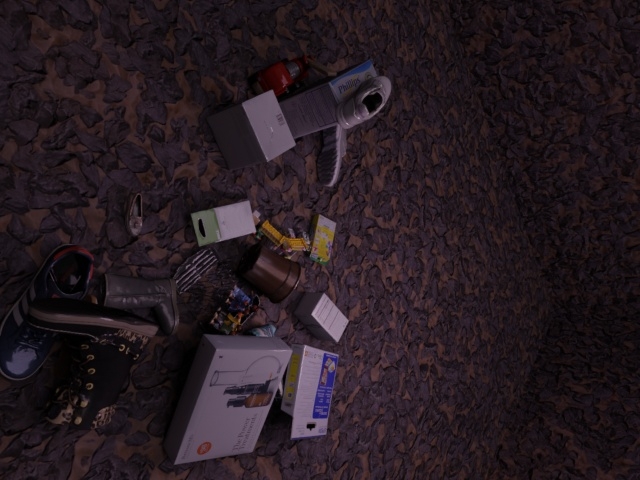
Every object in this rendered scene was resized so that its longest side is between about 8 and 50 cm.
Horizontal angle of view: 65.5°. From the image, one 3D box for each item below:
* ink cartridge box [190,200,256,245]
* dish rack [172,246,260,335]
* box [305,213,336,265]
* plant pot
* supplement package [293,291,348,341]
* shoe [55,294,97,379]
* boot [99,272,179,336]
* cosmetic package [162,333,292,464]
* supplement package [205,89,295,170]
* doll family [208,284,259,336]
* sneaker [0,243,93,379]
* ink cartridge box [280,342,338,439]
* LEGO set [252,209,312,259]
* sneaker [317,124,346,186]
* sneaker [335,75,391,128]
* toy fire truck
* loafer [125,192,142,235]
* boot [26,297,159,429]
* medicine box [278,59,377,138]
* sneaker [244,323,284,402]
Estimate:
[{"bbox_3d":[-0.321,-0.056,1.610,0.209,0.062,0.109,-17,99,-35],"label":"ink cartridge box"},{"bbox_3d":[-0.335,0.164,1.580,0.208,0.074,0.272,-47,118,-37],"label":"dish rack"},{"bbox_3d":[0.000,0.000,1.946,0.105,0.043,0.179,26,67,-41],"label":"box"},{"bbox_3d":[-0.180,0.103,1.688,0.165,0.166,0.167,37,62,-27],"label":"plant pot"},{"bbox_3d":[0.003,0.289,1.882,0.179,0.105,0.105,50,55,-29],"label":"supplement package"},{"bbox_3d":[-0.625,0.249,1.297,0.058,0.076,0.219,37,65,-64],"label":"shoe"},{"bbox_3d":[-0.510,0.184,1.405,0.208,0.076,0.190,5,69,-51],"label":"boot"},{"bbox_3d":[-0.276,0.472,1.503,0.284,0.097,0.378,13,103,-41],"label":"cosmetic package"},{"bbox_3d":[-0.228,-0.357,1.634,0.149,0.203,0.194,-38,114,-40],"label":"supplement package"},{"bbox_3d":[-0.260,0.227,1.545,0.111,0.076,0.193,39,64,-11],"label":"doll family"},{"bbox_3d":[-0.661,0.166,1.205,0.131,0.148,0.351,31,66,-39],"label":"sneaker"},{"bbox_3d":[-0.039,0.542,1.789,0.303,0.072,0.308,38,61,-60],"label":"ink cartridge box"},{"bbox_3d":[-0.161,0.004,1.773,0.286,0.107,0.132,22,37,-37],"label":"LEGO set"},{"bbox_3d":[0.067,-0.347,1.994,0.115,0.105,0.282,20,76,-48],"label":"sneaker"},{"bbox_3d":[0.181,-0.471,1.674,0.305,0.152,0.114,-49,117,-37],"label":"sneaker"},{"bbox_3d":[-0.090,-0.578,1.741,0.217,0.246,0.159,-41,105,-38],"label":"toy fire truck"},{"bbox_3d":[-0.531,-0.076,1.427,0.045,0.039,0.125,2,85,-45],"label":"loafer"},{"bbox_3d":[-0.568,0.296,1.186,0.285,0.138,0.377,-68,161,-8],"label":"boot"},{"bbox_3d":[0.037,-0.522,1.846,0.263,0.289,0.149,-42,115,-38],"label":"medicine box"},{"bbox_3d":[-0.159,0.420,1.712,0.122,0.110,0.283,-27,106,-46],"label":"sneaker"}]
